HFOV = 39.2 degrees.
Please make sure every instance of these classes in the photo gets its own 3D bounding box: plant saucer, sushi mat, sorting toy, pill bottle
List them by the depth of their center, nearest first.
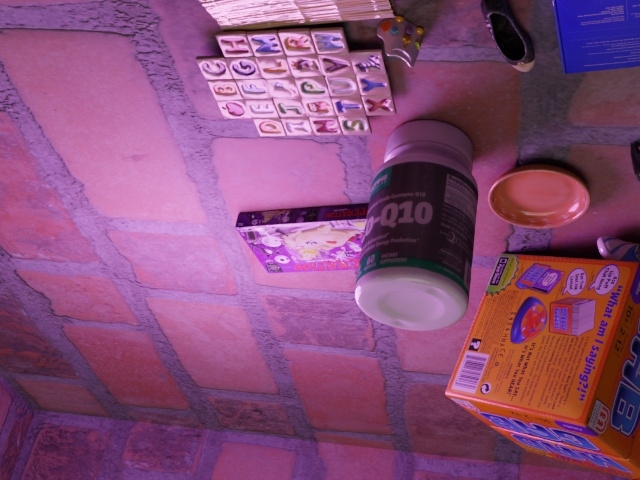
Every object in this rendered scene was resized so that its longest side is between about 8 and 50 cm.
[{"bbox_3d":[-0.041,-0.387,1.463,0.316,0.019,0.151,-1,162,22],"label":"sushi mat"},{"bbox_3d":[0.136,-0.326,1.498,0.083,0.075,0.045,24,146,-20],"label":"sorting toy"},{"bbox_3d":[0.186,-0.033,1.674,0.204,0.361,0.204,8,148,5],"label":"pill bottle"},{"bbox_3d":[0.438,-0.093,1.808,0.200,0.037,0.200,7,147,5],"label":"plant saucer"}]

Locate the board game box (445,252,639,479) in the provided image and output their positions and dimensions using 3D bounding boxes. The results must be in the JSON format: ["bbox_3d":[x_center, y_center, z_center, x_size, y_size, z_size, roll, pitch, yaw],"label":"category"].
[{"bbox_3d":[0.563,0.272,1.955,0.356,0.356,0.356,37,159,-35],"label":"board game box"}]

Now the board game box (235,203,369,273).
[{"bbox_3d":[0.000,0.000,2.083,0.347,0.056,0.208,-4,149,22],"label":"board game box"}]

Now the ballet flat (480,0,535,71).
[{"bbox_3d":[0.302,-0.330,1.465,0.057,0.049,0.173,-11,142,32],"label":"ballet flat"}]

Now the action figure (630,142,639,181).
[{"bbox_3d":[0.699,-0.160,1.576,0.285,0.099,0.185,-21,129,35],"label":"action figure"}]

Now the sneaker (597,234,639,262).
[{"bbox_3d":[0.701,0.029,1.896,0.240,0.091,0.126,27,126,-23],"label":"sneaker"}]

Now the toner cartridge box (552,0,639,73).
[{"bbox_3d":[0.534,-0.347,1.344,0.348,0.075,0.165,-2,147,20],"label":"toner cartridge box"}]

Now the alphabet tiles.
[{"bbox_3d":[-0.042,-0.282,1.645,0.343,0.011,0.285,1,149,15],"label":"alphabet tiles"}]
